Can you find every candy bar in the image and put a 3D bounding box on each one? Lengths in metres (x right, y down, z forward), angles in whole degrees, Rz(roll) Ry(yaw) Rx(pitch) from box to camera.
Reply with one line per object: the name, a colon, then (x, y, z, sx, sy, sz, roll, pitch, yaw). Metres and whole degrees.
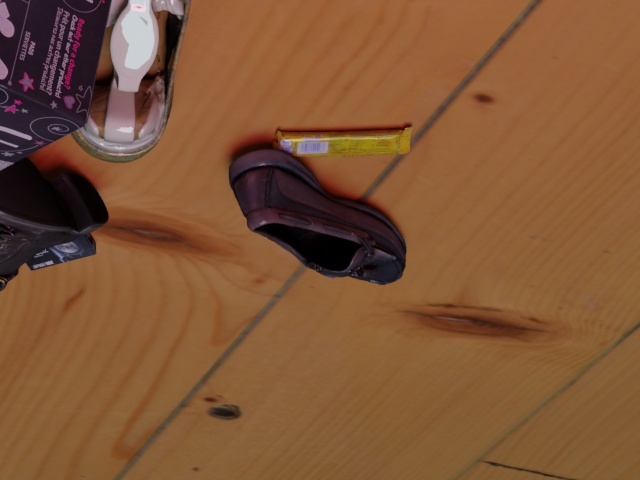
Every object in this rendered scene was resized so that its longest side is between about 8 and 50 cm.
candy bar: (0.025, -0.110, 1.622, 0.161, 0.018, 0.040, -2, 138, -9)

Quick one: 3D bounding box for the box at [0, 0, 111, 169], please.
box: (-0.314, -0.162, 1.308, 0.142, 0.163, 0.247, 22, 154, -33)

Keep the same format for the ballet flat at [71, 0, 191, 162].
ballet flat: (-0.193, -0.168, 1.427, 0.123, 0.123, 0.349, 2, 140, -15)

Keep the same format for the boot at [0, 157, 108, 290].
boot: (-0.366, 0.011, 1.547, 0.229, 0.091, 0.263, -32, 165, 13)

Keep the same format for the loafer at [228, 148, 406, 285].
loafer: (0.000, 0.000, 1.680, 0.109, 0.095, 0.302, -25, 143, 27)

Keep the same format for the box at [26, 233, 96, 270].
box: (-0.312, 0.000, 1.687, 0.083, 0.018, 0.067, -14, 141, 5)
